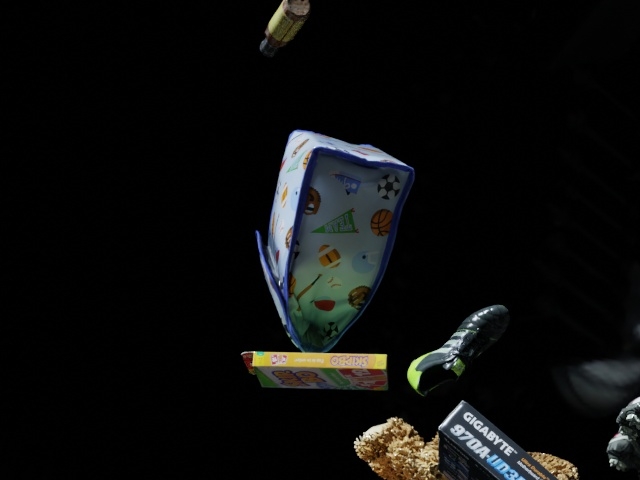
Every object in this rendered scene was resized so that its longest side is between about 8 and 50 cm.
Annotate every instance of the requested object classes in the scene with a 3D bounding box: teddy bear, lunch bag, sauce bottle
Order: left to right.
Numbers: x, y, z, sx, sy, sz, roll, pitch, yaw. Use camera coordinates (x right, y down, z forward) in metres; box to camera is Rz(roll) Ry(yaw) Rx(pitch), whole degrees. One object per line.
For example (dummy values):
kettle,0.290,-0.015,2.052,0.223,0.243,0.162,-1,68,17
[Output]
sauce bottle,-0.053,-0.298,1.438,0.042,0.042,0.128,23,-26,-17
lunch bag,0.000,0.000,1.983,0.239,0.385,0.328,12,11,-10
teddy bear,0.210,0.358,1.529,0.338,0.113,0.245,17,-28,12

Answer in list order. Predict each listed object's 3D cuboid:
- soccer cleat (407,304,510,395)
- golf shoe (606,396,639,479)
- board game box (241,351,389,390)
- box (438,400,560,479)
soccer cleat,0.205,0.163,1.486,0.060,0.179,0.072,49,8,-20
golf shoe,0.435,0.219,1.296,0.105,0.120,0.273,30,-20,13
board game box,-0.008,0.235,1.849,0.260,0.039,0.124,3,-25,7
box,0.238,0.306,1.237,0.220,0.051,0.175,39,-18,24
